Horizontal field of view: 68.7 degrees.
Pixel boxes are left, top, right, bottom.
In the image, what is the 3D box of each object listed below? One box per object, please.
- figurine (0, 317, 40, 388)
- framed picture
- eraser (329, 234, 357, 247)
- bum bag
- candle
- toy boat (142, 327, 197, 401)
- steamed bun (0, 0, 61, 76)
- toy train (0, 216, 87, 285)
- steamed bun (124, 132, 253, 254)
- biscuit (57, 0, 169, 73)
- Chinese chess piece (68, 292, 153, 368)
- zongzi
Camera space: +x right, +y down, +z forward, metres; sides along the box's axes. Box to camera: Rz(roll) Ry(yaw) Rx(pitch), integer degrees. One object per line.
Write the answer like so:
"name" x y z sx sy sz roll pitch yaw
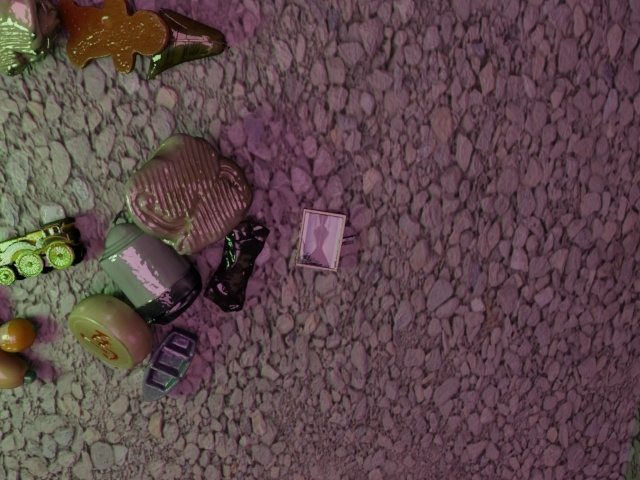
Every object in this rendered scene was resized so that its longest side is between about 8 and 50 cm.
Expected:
"figurine" -1.016 0.321 1.485 0.222 0.124 0.325 -9 104 -6
"framed picture" 0.000 0.000 1.581 0.150 0.015 0.203 10 105 -1
"eraser" 0.079 0.003 1.604 0.099 0.019 0.027 -12 107 -3
"bum bag" -0.280 0.085 1.537 0.144 0.095 0.341 15 110 -20
"candle" -0.532 0.076 1.430 0.221 0.221 0.343 -35 108 3
"toy boat" -0.525 0.431 1.611 0.127 0.078 0.283 29 101 -16
"steamed bun" -0.822 -0.594 1.192 0.280 0.207 0.268 26 141 -33
"toy train" -0.875 0.035 1.433 0.296 0.100 0.161 -17 101 -2
"steamed bun" -0.388 -0.126 1.378 0.309 0.219 0.324 42 71 -20
"biscuit" -0.562 -0.566 1.289 0.323 0.049 0.206 0 108 14
"Chinese chess piece" -0.656 0.286 1.469 0.273 0.102 0.273 16 133 18
"zongzi" -0.380 -0.525 1.342 0.204 0.094 0.204 18 107 -13
